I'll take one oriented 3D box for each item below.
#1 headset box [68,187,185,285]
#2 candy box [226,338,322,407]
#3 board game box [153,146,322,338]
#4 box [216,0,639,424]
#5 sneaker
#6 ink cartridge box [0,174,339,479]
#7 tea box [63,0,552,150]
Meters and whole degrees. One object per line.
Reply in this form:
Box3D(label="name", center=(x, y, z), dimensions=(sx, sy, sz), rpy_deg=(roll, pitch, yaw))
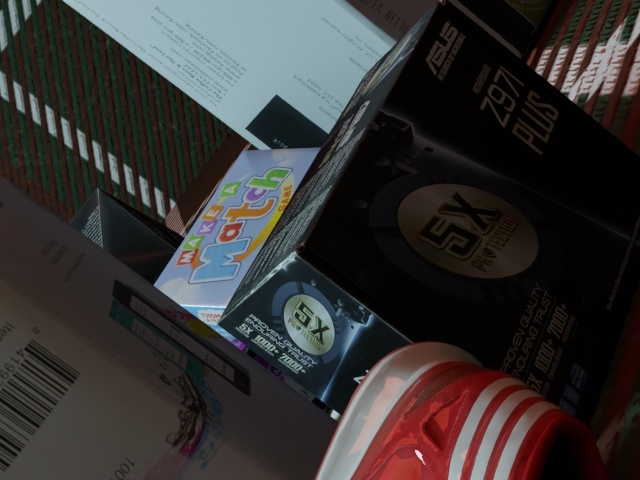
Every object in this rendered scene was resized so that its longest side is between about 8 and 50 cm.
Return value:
Box3D(label="headset box", center=(-0.207, 0.087, 1.440), dimensions=(0.218, 0.110, 0.293), rpy_deg=(-52, -15, -1))
Box3D(label="candy box", center=(-0.060, 0.104, 1.056), dimensions=(0.233, 0.071, 0.159), rpy_deg=(-37, 19, 54))
Box3D(label="board game box", center=(0.000, 0.000, 0.951), dimensions=(0.212, 0.039, 0.160), rpy_deg=(-1, 45, 37))
Box3D(label="box", center=(0.063, 0.003, 0.640), dimensions=(0.077, 0.147, 0.180), rpy_deg=(-41, 15, 50))
Box3D(label="sneaker", center=(0.028, 0.148, 0.487), dimensions=(0.128, 0.087, 0.221), rpy_deg=(16, 85, 64))
Box3D(label="ink cartridge box", center=(-0.136, 0.130, 0.747), dimensions=(0.198, 0.270, 0.197), rpy_deg=(-52, 9, 5))
Box3D(label="tea box", center=(0.020, -0.258, 1.205), dimensions=(0.220, 0.329, 0.323), rpy_deg=(-40, 17, 53))
